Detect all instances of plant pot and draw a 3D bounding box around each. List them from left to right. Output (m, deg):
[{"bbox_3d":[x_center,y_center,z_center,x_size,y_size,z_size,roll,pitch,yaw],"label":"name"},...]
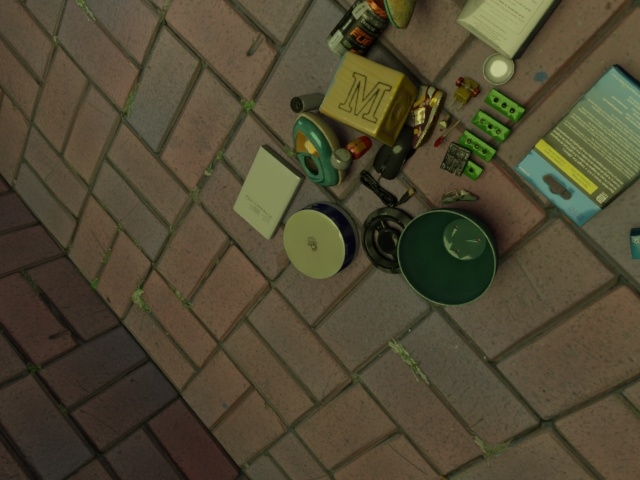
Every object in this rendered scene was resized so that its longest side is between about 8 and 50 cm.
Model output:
[{"bbox_3d":[0.403,0.025,1.595,0.290,0.195,0.290,12,114,29],"label":"plant pot"}]

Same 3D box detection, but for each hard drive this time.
[{"bbox_3d":[-0.202,-0.179,2.011,0.203,0.040,0.307,40,125,14],"label":"hard drive"}]

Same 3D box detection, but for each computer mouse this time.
[{"bbox_3d":[0.240,-0.223,1.691,0.184,0.060,0.262,48,126,10],"label":"computer mouse"}]

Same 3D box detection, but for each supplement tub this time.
[{"bbox_3d":[0.116,-0.633,1.581,0.117,0.117,0.190,52,127,6],"label":"supplement tub"}]

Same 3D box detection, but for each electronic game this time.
[{"bbox_3d":[0.234,0.001,1.788,0.229,0.048,0.229,12,109,36],"label":"electronic game"}]

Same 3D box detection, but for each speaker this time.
[{"bbox_3d":[-0.041,-0.452,1.741,0.055,0.136,0.055,12,115,29],"label":"speaker"}]

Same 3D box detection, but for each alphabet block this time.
[{"bbox_3d":[0.148,-0.414,1.572,0.197,0.192,0.193,30,103,22],"label":"alphabet block"}]

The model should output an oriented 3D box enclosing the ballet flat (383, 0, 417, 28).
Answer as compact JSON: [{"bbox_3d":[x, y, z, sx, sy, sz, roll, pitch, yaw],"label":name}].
[{"bbox_3d":[0.216,-0.740,1.417,0.123,0.123,0.349,-18,71,37],"label":"ballet flat"}]

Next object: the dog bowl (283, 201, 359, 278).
[{"bbox_3d":[0.000,0.000,1.906,0.264,0.104,0.265,13,114,30],"label":"dog bowl"}]

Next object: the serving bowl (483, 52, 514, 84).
[{"bbox_3d":[0.490,-0.470,1.454,0.083,0.027,0.083,13,114,30],"label":"serving bowl"}]

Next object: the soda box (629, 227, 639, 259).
[{"bbox_3d":[0.902,0.002,1.336,0.210,0.071,0.067,-5,104,34],"label":"soda box"}]

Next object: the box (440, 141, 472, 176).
[{"bbox_3d":[0.396,-0.237,1.553,0.067,0.018,0.083,29,123,19],"label":"box"}]

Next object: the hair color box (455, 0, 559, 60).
[{"bbox_3d":[0.525,-0.660,1.306,0.185,0.113,0.374,42,126,13],"label":"hair color box"}]

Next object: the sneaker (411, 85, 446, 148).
[{"bbox_3d":[0.304,-0.370,1.593,0.084,0.069,0.186,32,114,22],"label":"sneaker"}]

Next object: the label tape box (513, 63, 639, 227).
[{"bbox_3d":[0.707,-0.236,1.352,0.240,0.106,0.334,45,126,10],"label":"label tape box"}]

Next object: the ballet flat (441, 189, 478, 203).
[{"bbox_3d":[0.423,-0.136,1.620,0.114,0.041,0.041,-4,105,33],"label":"ballet flat"}]

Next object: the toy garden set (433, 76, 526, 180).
[{"bbox_3d":[0.436,-0.330,1.533,0.204,0.049,0.244,38,125,13],"label":"toy garden set"}]

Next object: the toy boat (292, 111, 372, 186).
[{"bbox_3d":[0.017,-0.281,1.696,0.318,0.148,0.267,11,133,53],"label":"toy boat"}]
